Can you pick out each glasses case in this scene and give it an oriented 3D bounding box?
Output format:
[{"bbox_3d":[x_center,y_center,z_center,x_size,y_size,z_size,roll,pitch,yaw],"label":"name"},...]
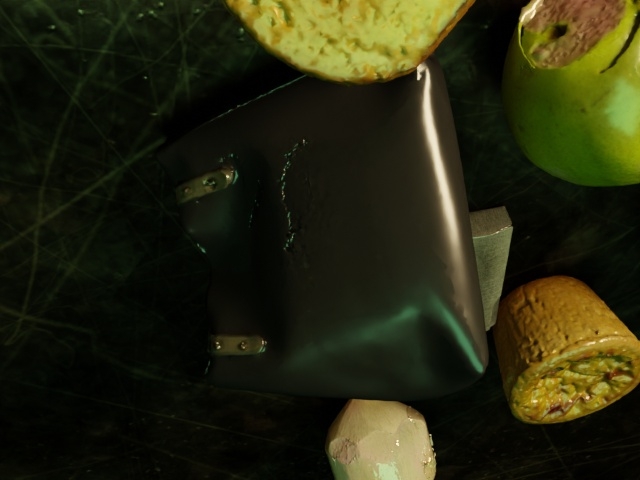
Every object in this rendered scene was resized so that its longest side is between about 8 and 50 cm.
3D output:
[{"bbox_3d":[0.203,0.046,0.983,0.070,0.047,0.205,-11,137,-5],"label":"glasses case"}]

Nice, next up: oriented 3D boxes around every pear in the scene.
[{"bbox_3d":[0.271,-0.135,0.711,0.187,0.187,0.220,-28,139,15],"label":"pear"}]

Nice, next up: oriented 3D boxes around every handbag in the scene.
[{"bbox_3d":[0.000,0.000,0.736,0.287,0.152,0.342,-10,94,8],"label":"handbag"}]

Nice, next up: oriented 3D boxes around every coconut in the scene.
[{"bbox_3d":[0.092,0.318,1.163,0.170,0.171,0.183,-13,99,-1],"label":"coconut"}]

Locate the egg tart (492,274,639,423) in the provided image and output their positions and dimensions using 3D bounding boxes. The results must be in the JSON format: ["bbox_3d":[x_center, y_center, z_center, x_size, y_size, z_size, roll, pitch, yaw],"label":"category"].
[{"bbox_3d":[0.336,0.146,1.049,0.202,0.147,0.203,-6,136,-6],"label":"egg tart"}]

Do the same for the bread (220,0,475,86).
[{"bbox_3d":[0.025,-0.241,0.539,0.268,0.146,0.268,-2,120,-4],"label":"bread"}]
